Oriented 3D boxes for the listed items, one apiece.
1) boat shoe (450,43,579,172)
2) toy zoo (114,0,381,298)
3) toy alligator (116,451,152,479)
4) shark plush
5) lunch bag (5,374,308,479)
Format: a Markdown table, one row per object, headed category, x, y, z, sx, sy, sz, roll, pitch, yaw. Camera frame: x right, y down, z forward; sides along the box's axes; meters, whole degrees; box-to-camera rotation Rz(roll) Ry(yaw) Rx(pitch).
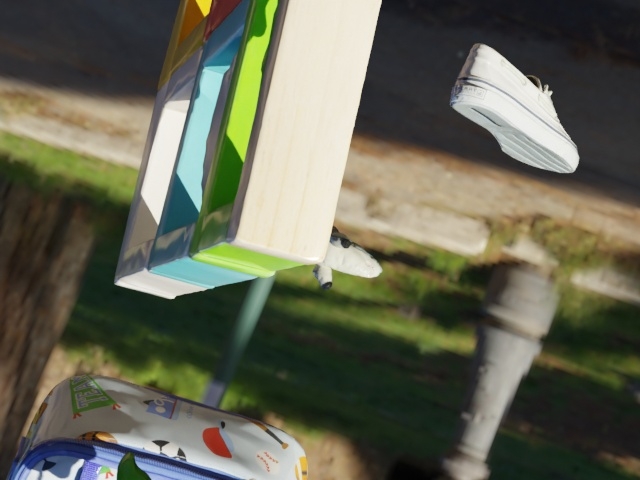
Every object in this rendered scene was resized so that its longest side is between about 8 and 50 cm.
| category | x | y | z | sx | sy | sz | roll | pitch | yaw |
| --- | --- | --- | --- | --- | --- | --- | --- | --- | --- |
| boat shoe | 0.222 | -0.140 | 1.548 | 0.083 | 0.075 | 0.226 | 11 | 169 | 36 |
| toy zoo | -0.032 | -0.076 | 0.569 | 0.030 | 0.192 | 0.293 | 15 | 172 | -15 |
| toy alligator | -0.094 | 0.222 | 0.907 | 0.051 | 0.189 | 0.056 | -5 | -168 | -2 |
| shark plush | 0.000 | 0.000 | 1.747 | 0.161 | 0.073 | 0.067 | 31 | -151 | 36 |
| lunch bag | -0.154 | 0.254 | 1.142 | 0.243 | 0.303 | 0.115 | 16 | -146 | -10 |
